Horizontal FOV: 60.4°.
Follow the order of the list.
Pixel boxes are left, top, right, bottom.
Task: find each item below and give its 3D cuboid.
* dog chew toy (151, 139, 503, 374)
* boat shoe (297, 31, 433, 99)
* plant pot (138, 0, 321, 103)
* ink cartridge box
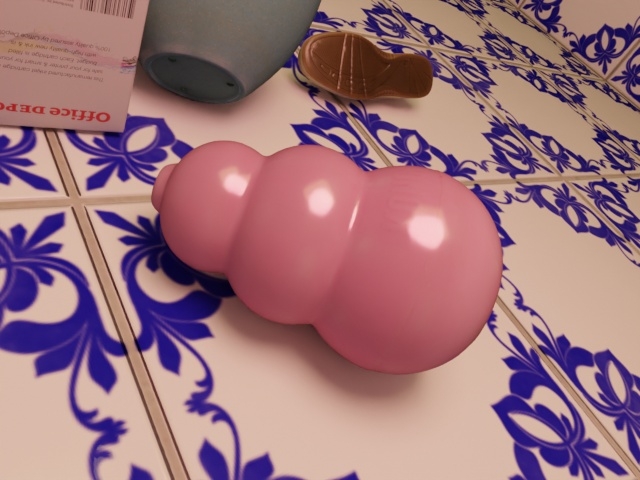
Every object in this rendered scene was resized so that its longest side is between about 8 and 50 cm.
[{"bbox_3d":[0.000,0.000,0.541,0.332,0.206,0.206,20,39,-3],"label":"dog chew toy"},{"bbox_3d":[0.073,-0.310,1.011,0.302,0.109,0.098,-6,12,-37],"label":"boat shoe"},{"bbox_3d":[-0.148,-0.302,0.740,0.290,0.290,0.195,14,78,-21],"label":"plant pot"},{"bbox_3d":[-0.295,-0.261,0.590,0.171,0.232,0.168,-1,46,-34],"label":"ink cartridge box"}]
